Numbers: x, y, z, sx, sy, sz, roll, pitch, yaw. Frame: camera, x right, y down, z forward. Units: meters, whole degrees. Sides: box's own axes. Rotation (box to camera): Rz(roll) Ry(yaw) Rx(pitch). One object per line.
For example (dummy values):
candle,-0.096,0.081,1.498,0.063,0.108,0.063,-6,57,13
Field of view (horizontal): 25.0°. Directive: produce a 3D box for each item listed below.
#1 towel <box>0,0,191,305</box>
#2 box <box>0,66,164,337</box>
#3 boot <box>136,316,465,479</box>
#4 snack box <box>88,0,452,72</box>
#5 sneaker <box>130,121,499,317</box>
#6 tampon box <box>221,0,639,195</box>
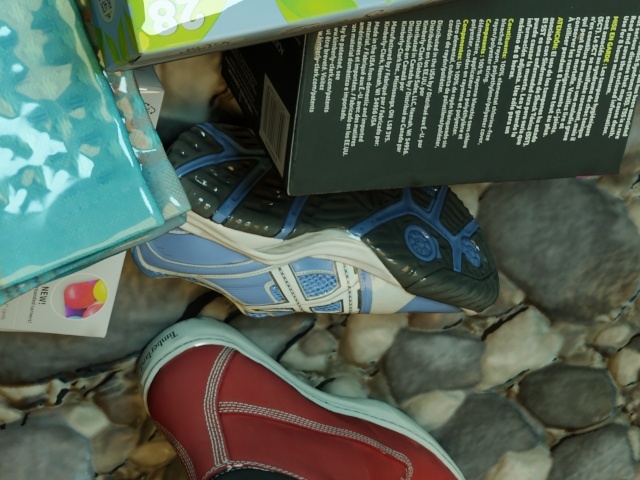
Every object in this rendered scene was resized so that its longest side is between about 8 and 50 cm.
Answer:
towel,-0.228,-0.114,0.485,0.271,0.040,0.370,-25,109,-15
box,-0.178,-0.025,0.668,0.186,0.038,0.145,4,122,-22
boot,0.015,0.156,0.783,0.244,0.176,0.088,32,106,-36
snack box,-0.013,-0.179,0.515,0.174,0.070,0.207,-16,97,-18
sneaker,0.000,0.000,0.742,0.211,0.080,0.081,17,138,-29
tampon box,0.050,-0.096,0.652,0.161,0.120,0.101,-3,124,-18
